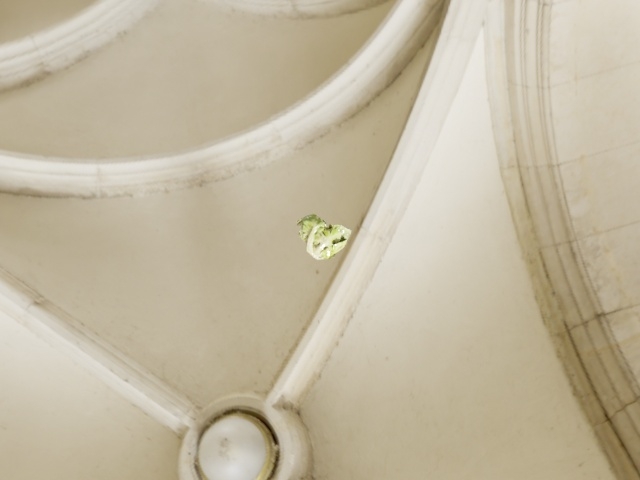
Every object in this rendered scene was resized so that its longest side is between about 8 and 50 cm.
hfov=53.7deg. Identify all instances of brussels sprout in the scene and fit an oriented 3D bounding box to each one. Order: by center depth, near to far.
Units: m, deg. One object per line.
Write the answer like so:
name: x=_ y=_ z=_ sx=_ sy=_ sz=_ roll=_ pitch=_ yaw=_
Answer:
brussels sprout: x=0.000 y=0.000 z=0.934 sx=0.085 sy=0.085 sz=0.058 roll=22 pitch=-97 yaw=16
